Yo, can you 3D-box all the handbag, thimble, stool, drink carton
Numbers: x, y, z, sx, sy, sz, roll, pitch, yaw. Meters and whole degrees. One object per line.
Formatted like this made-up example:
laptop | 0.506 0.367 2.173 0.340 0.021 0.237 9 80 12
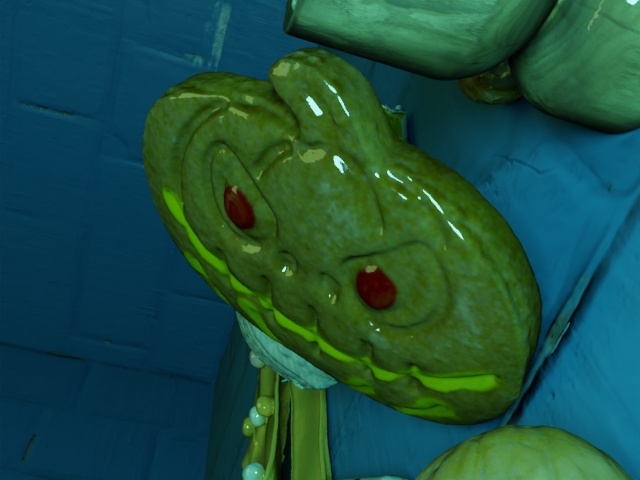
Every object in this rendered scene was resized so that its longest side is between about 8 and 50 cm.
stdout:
handbag | -0.079 0.376 1.173 0.401 0.133 0.282 -96 17 -60
thimble | -0.004 0.089 0.902 0.150 0.219 0.218 142 140 -72
stool | 0.121 -0.196 0.475 0.179 0.264 0.179 -166 90 -78
drink carton | 0.098 -0.155 1.035 0.084 0.075 0.200 115 163 -44

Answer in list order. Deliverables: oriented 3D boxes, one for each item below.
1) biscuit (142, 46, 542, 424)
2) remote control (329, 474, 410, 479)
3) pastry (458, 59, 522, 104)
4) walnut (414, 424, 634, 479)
biscuit | -0.005 0.005 0.577 0.070 0.394 0.350 -45 -34 -33
remote control | 0.038 0.347 0.775 0.296 0.056 0.140 127 153 -65
pastry | 0.180 -0.208 0.669 0.153 0.081 0.153 -169 90 -75
walnut | 0.107 0.198 0.347 0.167 0.168 0.207 122 157 -58
